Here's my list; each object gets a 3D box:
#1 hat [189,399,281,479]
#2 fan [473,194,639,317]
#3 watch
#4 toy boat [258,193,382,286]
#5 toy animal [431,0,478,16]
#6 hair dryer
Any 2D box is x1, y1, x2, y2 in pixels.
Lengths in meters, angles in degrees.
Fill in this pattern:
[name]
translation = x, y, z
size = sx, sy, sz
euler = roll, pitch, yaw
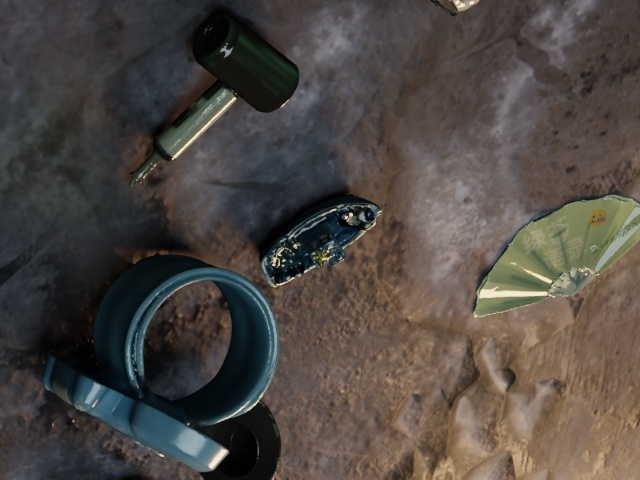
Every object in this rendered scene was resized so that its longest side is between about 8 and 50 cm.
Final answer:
[hat]
translation = -0.086, 0.218, 2.142
size = 0.121, 0.121, 0.050
euler = -59, 167, 18
[fan]
translation = 0.270, 0.017, 2.226
size = 0.240, 0.009, 0.131
euler = -27, 129, -8
[watch]
translation = -0.147, 0.108, 1.970
size = 0.211, 0.211, 0.193
euler = 37, 80, -41
[toy boat]
translation = 0.000, 0.000, 2.033
size = 0.137, 0.061, 0.060
euler = -33, 131, -5
[toy animal]
translation = 0.155, -0.276, 1.916
size = 0.124, 0.085, 0.071
euler = -40, 114, -4
[hair dryer]
translation = -0.119, -0.120, 1.896
size = 0.198, 0.057, 0.100
euler = -45, 130, 14
